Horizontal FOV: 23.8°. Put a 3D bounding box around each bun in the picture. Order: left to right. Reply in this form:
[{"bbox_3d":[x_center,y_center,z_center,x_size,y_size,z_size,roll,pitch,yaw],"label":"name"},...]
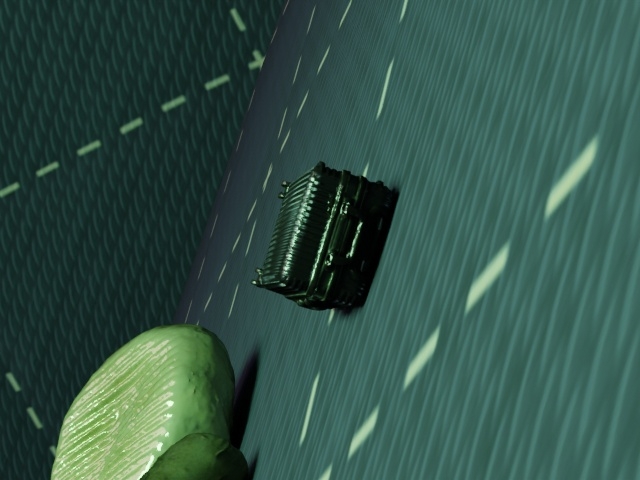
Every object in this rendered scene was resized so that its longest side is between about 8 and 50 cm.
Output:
[{"bbox_3d":[-0.138,0.185,1.333,0.222,0.127,0.222,-33,36,28],"label":"bun"}]

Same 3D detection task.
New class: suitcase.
[{"bbox_3d":[0.000,0.000,0.954,0.126,0.059,0.086,155,131,-80],"label":"suitcase"}]

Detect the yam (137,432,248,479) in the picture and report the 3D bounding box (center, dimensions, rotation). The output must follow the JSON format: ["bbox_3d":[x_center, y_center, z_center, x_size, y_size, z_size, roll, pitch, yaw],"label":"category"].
[{"bbox_3d":[-0.175,0.267,1.037,0.371,0.083,0.083,-47,-12,-42],"label":"yam"}]
